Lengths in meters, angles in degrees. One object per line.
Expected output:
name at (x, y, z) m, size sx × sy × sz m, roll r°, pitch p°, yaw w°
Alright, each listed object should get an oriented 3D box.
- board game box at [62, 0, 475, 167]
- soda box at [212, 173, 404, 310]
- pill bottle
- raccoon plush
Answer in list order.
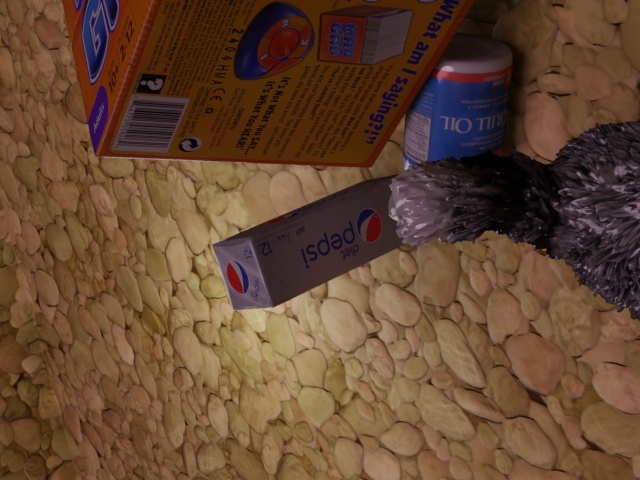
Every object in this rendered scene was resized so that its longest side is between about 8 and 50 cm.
board game box at (-0.074, -0.334, 1.270) m, size 0.356 × 0.356 × 0.356 m, roll -58°, pitch 40°, yaw 46°
soda box at (0.000, 0.000, 1.486) m, size 0.091 × 0.286 × 0.098 m, roll -8°, pitch 103°, yaw 50°
pill bottle at (0.165, -0.132, 1.364) m, size 0.124 × 0.124 × 0.221 m, roll 27°, pitch 128°, yaw 39°
raccoon plush at (0.324, -0.044, 1.010) m, size 0.299 × 0.447 × 0.216 m, roll 138°, pitch 119°, yaw -63°
